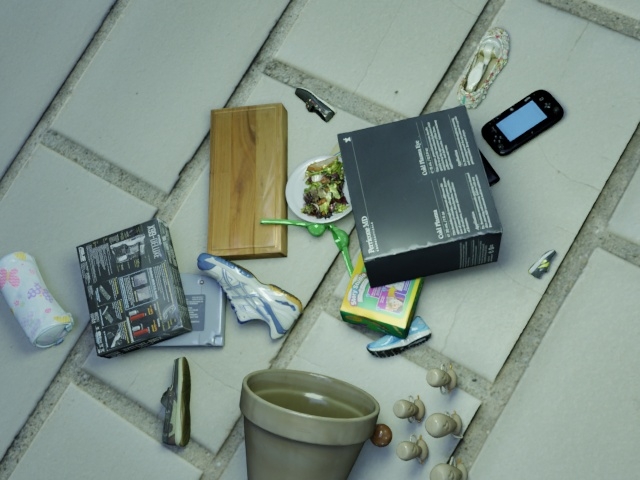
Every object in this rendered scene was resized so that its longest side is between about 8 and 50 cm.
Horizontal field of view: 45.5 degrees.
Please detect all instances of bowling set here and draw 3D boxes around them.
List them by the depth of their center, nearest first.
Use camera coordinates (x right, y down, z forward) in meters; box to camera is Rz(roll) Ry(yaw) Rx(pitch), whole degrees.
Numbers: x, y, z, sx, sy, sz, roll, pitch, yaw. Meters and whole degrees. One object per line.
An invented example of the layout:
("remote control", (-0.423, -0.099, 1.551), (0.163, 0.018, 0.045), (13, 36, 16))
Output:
("bowling set", (0.229, 0.432, 1.783), (0.199, 0.154, 0.287), (-6, 76, 31))

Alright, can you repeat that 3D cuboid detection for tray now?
("tray", (-0.193, -0.157, 2.039), (0.202, 0.076, 0.411), (-4, 75, 12))

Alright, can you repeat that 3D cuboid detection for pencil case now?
("pencil case", (-0.786, 0.159, 2.078), (0.124, 0.113, 0.273), (-37, 72, -8))

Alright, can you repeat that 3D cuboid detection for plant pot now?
("plant pot", (-0.045, 0.479, 1.752), (0.323, 0.323, 0.281), (12, 95, 15))

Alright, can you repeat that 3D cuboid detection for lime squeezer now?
("lime squeezer", (0.000, 0.000, 1.953), (0.310, 0.059, 0.110), (35, 90, 0))

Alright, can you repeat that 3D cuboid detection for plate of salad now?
("plate of salad", (0.007, -0.138, 1.952), (0.199, 0.048, 0.200), (-4, 64, 8))

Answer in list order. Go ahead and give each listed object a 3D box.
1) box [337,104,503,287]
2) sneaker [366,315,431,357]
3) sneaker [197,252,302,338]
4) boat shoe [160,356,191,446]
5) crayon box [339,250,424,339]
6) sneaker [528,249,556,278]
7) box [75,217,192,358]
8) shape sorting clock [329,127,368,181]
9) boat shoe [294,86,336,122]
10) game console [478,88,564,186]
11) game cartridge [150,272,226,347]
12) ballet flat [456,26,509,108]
("box", (0.227, -0.102, 1.794), (0.312, 0.179, 0.344), (-11, 65, 4))
("sneaker", (0.187, 0.234, 1.872), (0.162, 0.063, 0.073), (-20, 63, -2))
("sneaker", (-0.198, 0.141, 1.928), (0.296, 0.112, 0.131), (30, 91, 4))
("boat shoe", (-0.372, 0.409, 1.940), (0.073, 0.080, 0.224), (-3, 81, 7))
("crayon box", (0.169, 0.082, 1.866), (0.165, 0.081, 0.279), (15, 69, 16))
("sneaker", (0.540, 0.057, 1.845), (0.083, 0.031, 0.035), (-44, 85, 4))
("box", (-0.486, 0.122, 1.984), (0.242, 0.076, 0.308), (-20, 73, 7))
("shape sorting clock", (0.113, -0.193, 1.993), (0.206, 0.040, 0.206), (-3, 82, 19))
("boat shoe", (-0.020, -0.368, 2.062), (0.133, 0.049, 0.042), (38, 79, 14))
("game console", (0.434, -0.266, 1.937), (0.361, 0.044, 0.213), (-33, 72, 3))
("game cartridge", (-0.389, 0.184, 2.013), (0.294, 0.060, 0.196), (-2, 80, 12))
("ballet flat", (0.424, -0.453, 1.967), (0.091, 0.077, 0.241), (21, 82, 18))
